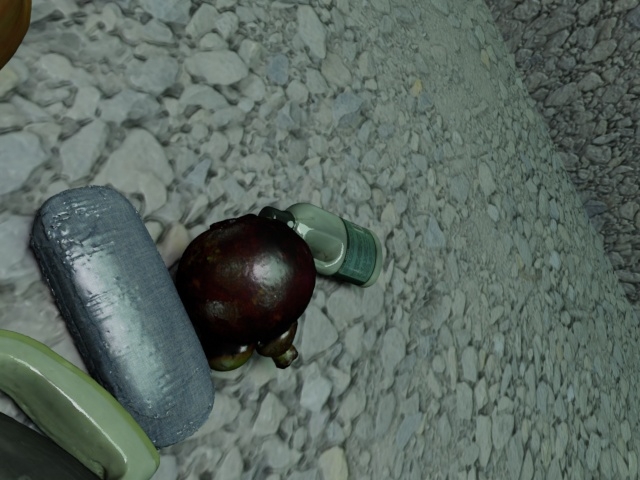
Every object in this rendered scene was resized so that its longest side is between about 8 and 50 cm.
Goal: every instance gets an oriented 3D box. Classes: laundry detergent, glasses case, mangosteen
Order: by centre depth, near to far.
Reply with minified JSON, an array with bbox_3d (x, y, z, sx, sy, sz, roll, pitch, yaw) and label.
[{"bbox_3d":[-0.197,0.077,0.603,0.109,0.067,0.282,-28,96,-46],"label":"glasses case"},{"bbox_3d":[-0.084,0.061,0.676,0.173,0.173,0.183,9,85,-48],"label":"mangosteen"},{"bbox_3d":[0.000,0.000,0.870,0.226,0.070,0.099,22,63,-43],"label":"laundry detergent"}]

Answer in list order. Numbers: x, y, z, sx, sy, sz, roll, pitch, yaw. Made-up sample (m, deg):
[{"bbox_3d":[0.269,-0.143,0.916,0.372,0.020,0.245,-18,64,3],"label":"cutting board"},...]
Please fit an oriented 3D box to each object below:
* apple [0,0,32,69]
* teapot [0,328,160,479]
[{"bbox_3d":[-0.344,-0.243,0.324,0.347,0.391,0.391,-6,77,-30],"label":"apple"},{"bbox_3d":[-0.241,0.174,0.379,0.239,0.239,0.321,50,45,-1],"label":"teapot"}]
